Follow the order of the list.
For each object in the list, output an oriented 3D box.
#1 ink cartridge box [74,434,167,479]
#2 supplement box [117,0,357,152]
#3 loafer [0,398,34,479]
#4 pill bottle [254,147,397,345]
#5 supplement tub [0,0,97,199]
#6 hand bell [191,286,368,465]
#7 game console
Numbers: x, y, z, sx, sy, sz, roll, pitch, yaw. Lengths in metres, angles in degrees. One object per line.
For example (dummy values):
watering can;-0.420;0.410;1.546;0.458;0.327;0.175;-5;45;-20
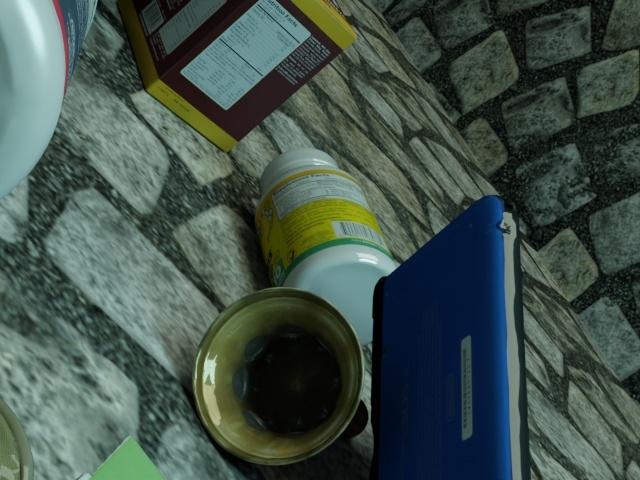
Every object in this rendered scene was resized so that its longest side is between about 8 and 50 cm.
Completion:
ink cartridge box;-0.108;0.177;0.537;0.109;0.062;0.209;51;15;-1
supplement box;-0.095;-0.243;1.318;0.129;0.194;0.191;38;20;-41
loafer;-0.186;0.080;0.557;0.148;0.056;0.050;40;19;32
pill bottle;0.000;0.000;1.168;0.117;0.117;0.208;40;18;-35
supplement tub;-0.228;-0.139;0.688;0.191;0.191;0.272;44;16;-23
hand bell;-0.001;0.125;0.952;0.126;0.126;0.242;57;3;21
game console;0.129;0.158;0.888;0.173;0.250;0.293;17;57;-22
